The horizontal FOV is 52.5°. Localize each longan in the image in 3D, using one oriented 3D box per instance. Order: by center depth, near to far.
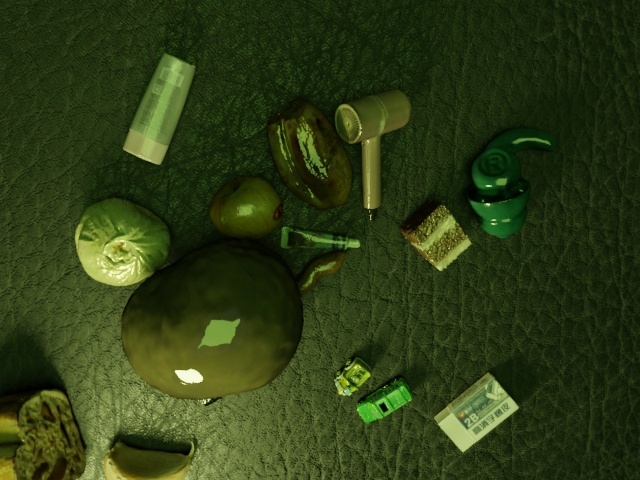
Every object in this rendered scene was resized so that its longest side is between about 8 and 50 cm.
[{"bbox_3d":[-0.247,0.206,1.598,0.436,0.404,0.404,-36,101,1],"label":"longan"}]

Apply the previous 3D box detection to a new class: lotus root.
[{"bbox_3d":[-0.028,-0.206,1.651,0.193,0.193,0.291,-29,107,1],"label":"lotus root"},{"bbox_3d":[-0.795,0.541,1.674,0.249,0.316,0.316,-7,101,5],"label":"lotus root"}]

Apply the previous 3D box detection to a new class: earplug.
[{"bbox_3d":[0.500,-0.148,1.735,0.257,0.164,0.280,-25,118,-36],"label":"earplug"}]

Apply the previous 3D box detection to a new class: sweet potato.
[{"bbox_3d":[-0.022,0.095,1.766,0.218,0.051,0.065,-37,103,2],"label":"sweet potato"}]

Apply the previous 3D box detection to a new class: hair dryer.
[{"bbox_3d":[0.142,-0.212,1.703,0.189,0.106,0.344,-24,125,-33],"label":"hair dryer"}]

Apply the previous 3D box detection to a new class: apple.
[{"bbox_3d":[-0.186,-0.077,1.662,0.182,0.182,0.155,-30,123,1],"label":"apple"}]

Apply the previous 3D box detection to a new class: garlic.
[{"bbox_3d":[-0.479,0.638,1.801,0.244,0.145,0.164,4,69,-8],"label":"garlic"}]

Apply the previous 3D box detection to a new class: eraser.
[{"bbox_3d":[0.449,0.494,1.869,0.210,0.068,0.124,-40,101,4],"label":"eraser"}]

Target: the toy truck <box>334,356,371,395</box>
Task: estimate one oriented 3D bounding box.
[{"bbox_3d":[0.090,0.388,1.815,0.076,0.077,0.111,40,95,-10],"label":"toy truck"}]

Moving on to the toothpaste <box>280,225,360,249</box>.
[{"bbox_3d":[0.000,0.000,1.760,0.216,0.037,0.062,5,101,-1],"label":"toothpaste"}]

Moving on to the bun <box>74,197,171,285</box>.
[{"bbox_3d":[-0.514,0.001,1.663,0.243,0.153,0.244,-1,96,-6],"label":"bun"}]

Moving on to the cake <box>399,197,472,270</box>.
[{"bbox_3d":[0.309,-0.015,1.730,0.147,0.135,0.134,43,92,-10],"label":"cake"}]

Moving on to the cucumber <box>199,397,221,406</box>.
[{"bbox_3d":[-0.211,0.355,1.788,0.300,0.072,0.072,-33,101,2],"label":"cucumber"}]

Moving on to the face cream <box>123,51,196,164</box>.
[{"bbox_3d":[-0.407,-0.334,1.647,0.107,0.073,0.269,23,98,-3],"label":"face cream"}]

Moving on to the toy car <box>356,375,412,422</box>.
[{"bbox_3d":[0.182,0.457,1.842,0.165,0.062,0.071,-32,102,2],"label":"toy car"}]
